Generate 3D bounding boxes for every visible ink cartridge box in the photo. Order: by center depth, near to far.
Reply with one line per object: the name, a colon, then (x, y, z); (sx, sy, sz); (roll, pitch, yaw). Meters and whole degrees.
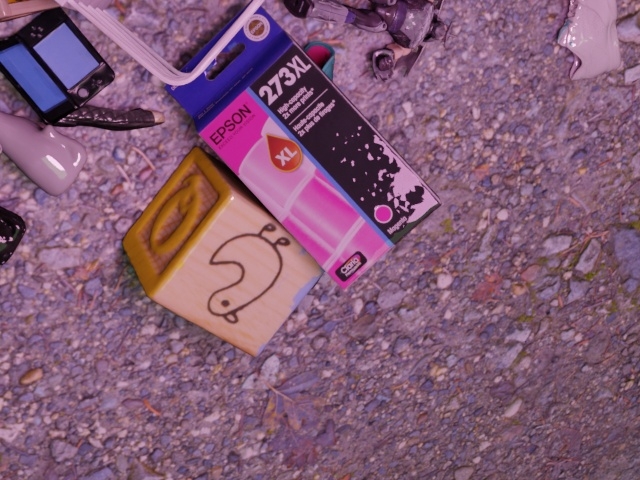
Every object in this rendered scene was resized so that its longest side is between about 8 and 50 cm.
ink cartridge box: (-0.027, -0.127, 1.294); (0.176, 0.069, 0.371); (-43, 90, 8)

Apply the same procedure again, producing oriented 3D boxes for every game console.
game console: (-0.338, -0.224, 1.237); (0.107, 0.071, 0.122); (-39, 100, -3)

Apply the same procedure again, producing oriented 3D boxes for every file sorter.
file sorter: (-0.168, -0.298, 1.150); (0.173, 0.277, 0.193); (40, 95, -11)

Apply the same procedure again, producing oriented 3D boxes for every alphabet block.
alphabet block: (-0.137, 0.015, 1.402); (0.197, 0.193, 0.192); (33, 97, -33)

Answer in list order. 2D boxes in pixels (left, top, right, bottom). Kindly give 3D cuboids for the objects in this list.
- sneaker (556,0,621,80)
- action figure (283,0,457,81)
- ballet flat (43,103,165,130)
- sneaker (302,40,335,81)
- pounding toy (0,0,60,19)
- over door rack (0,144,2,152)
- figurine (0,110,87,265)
sneaker: (0.414, -0.346, 1.545); (0.094, 0.080, 0.212); (-22, 124, 1)
action figure: (0.087, -0.325, 1.390); (0.285, 0.099, 0.185); (11, 101, -33)
ballet flat: (-0.291, -0.175, 1.319); (0.173, 0.057, 0.049); (2, 85, -29)
sneaker: (0.004, -0.191, 1.410); (0.296, 0.124, 0.178); (8, 121, -26)
pounding toy: (-0.360, -0.353, 1.089); (0.094, 0.181, 0.206); (-9, 105, 21)
over door rack: (-0.566, -0.115, 1.154); (0.324, 0.108, 0.239); (-34, 99, 9)
figurine: (-0.444, -0.100, 1.259); (0.209, 0.092, 0.215); (36, 105, -29)
